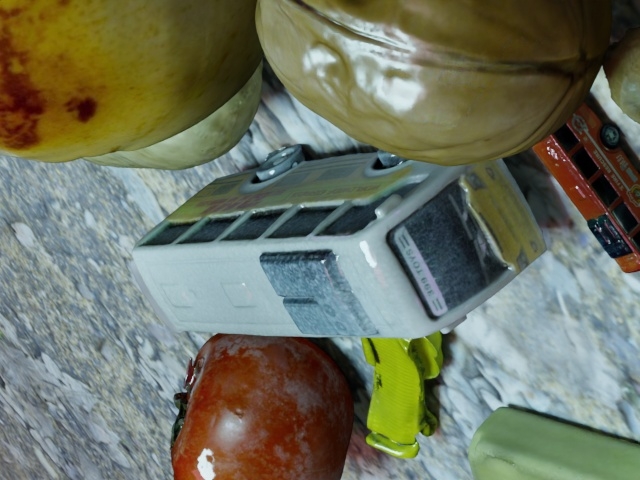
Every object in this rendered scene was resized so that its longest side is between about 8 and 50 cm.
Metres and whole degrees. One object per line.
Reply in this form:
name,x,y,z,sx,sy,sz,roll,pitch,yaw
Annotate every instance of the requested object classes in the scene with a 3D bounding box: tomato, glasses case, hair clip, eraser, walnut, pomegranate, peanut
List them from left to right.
pomegranate,-0.158,-0.207,1.023,0.319,0.319,0.319,35,149,25
peanut,-0.140,-0.117,1.255,0.137,0.122,0.253,42,160,-25
glasses case,-0.147,0.049,1.571,0.032,0.021,0.083,3,128,57
tomato,-0.052,0.165,1.430,0.151,0.187,0.187,18,155,-13
hair clip,0.063,0.100,1.311,0.072,0.046,0.173,22,144,25
walnut,0.056,-0.128,0.926,0.207,0.167,0.167,30,146,31
eraser,0.192,0.192,1.229,0.172,0.058,0.117,14,135,48

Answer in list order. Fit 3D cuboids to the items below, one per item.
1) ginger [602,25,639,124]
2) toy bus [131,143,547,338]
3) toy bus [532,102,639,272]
ginger,0.232,-0.035,0.895,0.214,0.059,0.133,30,142,29
toy bus,0.000,0.000,1.183,0.342,0.138,0.097,-2,121,58
toy bus,0.167,-0.031,1.007,0.110,0.043,0.031,53,151,-6
